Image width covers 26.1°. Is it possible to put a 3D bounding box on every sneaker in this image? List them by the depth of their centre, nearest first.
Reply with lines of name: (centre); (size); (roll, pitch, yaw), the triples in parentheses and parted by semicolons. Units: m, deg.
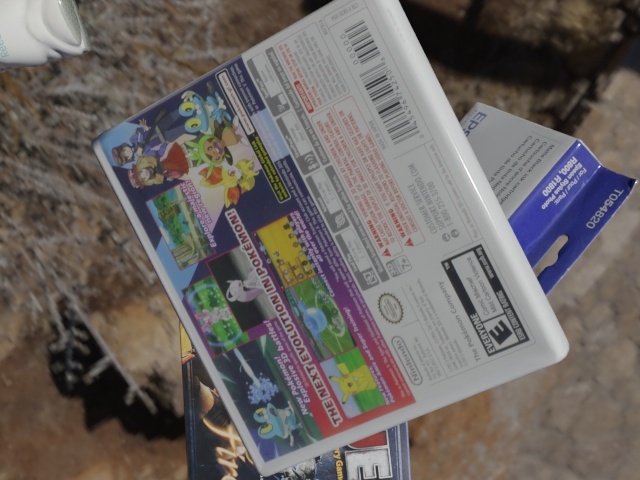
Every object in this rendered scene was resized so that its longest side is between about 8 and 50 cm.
sneaker: (-0.134, -0.104, 0.577); (0.061, 0.152, 0.053); (-22, 112, -3)

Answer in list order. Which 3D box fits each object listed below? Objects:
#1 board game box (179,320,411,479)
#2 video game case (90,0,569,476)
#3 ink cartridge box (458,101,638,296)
board game box: (-0.019, 0.109, 1.026); (0.165, 0.042, 0.243); (-4, 87, 0)
video game case: (0.000, 0.000, 0.693); (0.183, 0.201, 0.023); (-26, -177, 27)
ink cartridge box: (0.159, -0.019, 1.345); (0.223, 0.224, 0.045); (-50, 127, -8)
